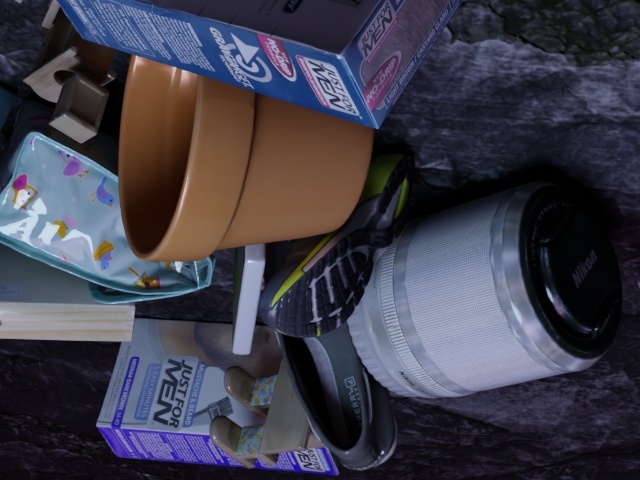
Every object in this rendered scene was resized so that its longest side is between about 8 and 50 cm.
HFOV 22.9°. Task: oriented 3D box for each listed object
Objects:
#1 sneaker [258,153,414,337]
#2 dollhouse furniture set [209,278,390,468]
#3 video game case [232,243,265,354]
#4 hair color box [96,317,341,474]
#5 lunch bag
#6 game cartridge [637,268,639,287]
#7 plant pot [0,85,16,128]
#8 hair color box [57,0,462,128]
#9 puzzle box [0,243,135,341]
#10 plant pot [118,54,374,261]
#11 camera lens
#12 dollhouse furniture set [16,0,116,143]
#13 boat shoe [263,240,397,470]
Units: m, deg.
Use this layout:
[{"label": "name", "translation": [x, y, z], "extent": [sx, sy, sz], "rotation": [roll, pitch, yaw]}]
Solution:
[{"label": "sneaker", "translation": [0.000, 0.000, 1.756], "extent": [0.121, 0.300, 0.111], "rotation": [11, 128, 24]}, {"label": "dollhouse furniture set", "translation": [-0.036, 0.154, 2.042], "extent": [0.212, 0.242, 0.161], "rotation": [-11, 141, 37]}, {"label": "video game case", "translation": [-0.082, -0.008, 1.836], "extent": [0.026, 0.206, 0.227], "rotation": [3, 149, -6]}, {"label": "hair color box", "translation": [-0.127, 0.217, 2.236], "extent": [0.339, 0.185, 0.110], "rotation": [3, 146, 15]}, {"label": "lunch bag", "translation": [-0.250, -0.034, 1.822], "extent": [0.262, 0.160, 0.223], "rotation": [27, -171, -18]}, {"label": "game cartridge", "translation": [0.553, 0.079, 1.898], "extent": [0.297, 0.062, 0.198], "rotation": [-6, 148, 28]}, {"label": "plant pot", "translation": [-0.512, -0.143, 1.827], "extent": [0.234, 0.165, 0.165], "rotation": [35, 143, -22]}, {"label": "hair color box", "translation": [-0.061, -0.231, 1.392], "extent": [0.347, 0.174, 0.105], "rotation": [20, 156, 33]}, {"label": "puzzle box", "translation": [-0.438, 0.035, 1.906], "extent": [0.409, 0.272, 0.052], "rotation": [2, 114, -13]}, {"label": "plant pot", "translation": [-0.074, -0.114, 1.619], "extent": [0.204, 0.290, 0.291], "rotation": [6, 152, -21]}, {"label": "camera lens", "translation": [0.194, 0.062, 1.836], "extent": [0.274, 0.219, 0.219], "rotation": [-17, 138, 40]}, {"label": "dollhouse furniture set", "translation": [-0.298, -0.204, 1.618], "extent": [0.161, 0.182, 0.101], "rotation": [33, 144, -30]}, {"label": "boat shoe", "translation": [0.004, 0.114, 1.900], "extent": [0.112, 0.335, 0.095], "rotation": [-26, 161, 14]}]
